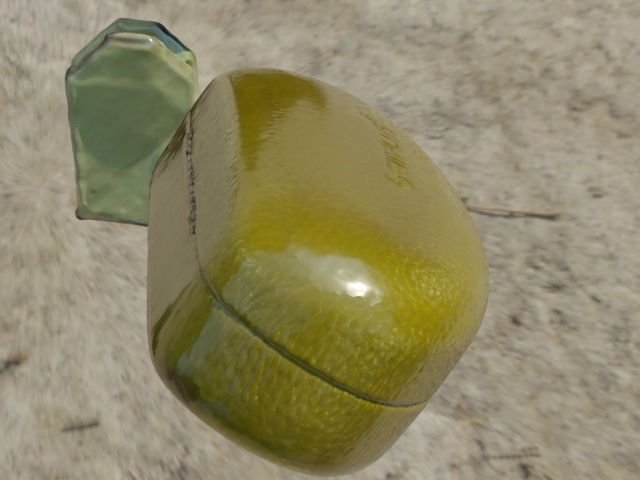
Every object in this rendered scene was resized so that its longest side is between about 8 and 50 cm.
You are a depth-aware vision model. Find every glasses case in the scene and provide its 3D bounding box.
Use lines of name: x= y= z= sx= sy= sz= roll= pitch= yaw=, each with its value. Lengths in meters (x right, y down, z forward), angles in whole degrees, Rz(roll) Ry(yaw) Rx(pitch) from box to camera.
glasses case: x=0.000 y=0.000 z=0.973 sx=0.173 sy=0.371 sz=0.141 roll=32 pitch=105 yaw=-16

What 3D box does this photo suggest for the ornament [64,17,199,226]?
ornament: x=-0.147 y=-0.076 z=1.395 sx=0.180 sy=0.059 sz=0.201 roll=-39 pitch=113 yaw=22
